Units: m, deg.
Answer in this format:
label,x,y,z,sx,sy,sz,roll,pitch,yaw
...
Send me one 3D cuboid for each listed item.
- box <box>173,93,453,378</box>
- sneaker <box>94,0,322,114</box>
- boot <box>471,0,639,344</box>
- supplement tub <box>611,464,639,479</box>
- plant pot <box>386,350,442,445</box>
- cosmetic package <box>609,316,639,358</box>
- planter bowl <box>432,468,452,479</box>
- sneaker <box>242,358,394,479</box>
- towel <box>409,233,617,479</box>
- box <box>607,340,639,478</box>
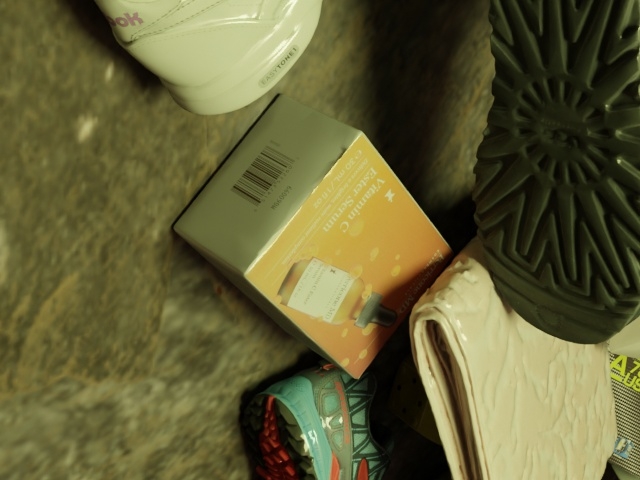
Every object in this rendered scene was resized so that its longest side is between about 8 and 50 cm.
label,x,y,z,sx,sy,sz,roll,pitch,yaw
box,0.000,0.000,0.850,0.130,0.091,0.170,-52,137,-8
sneaker,-0.019,-0.225,0.686,0.305,0.114,0.152,-56,139,-4
boot,0.305,-0.171,0.852,0.445,0.146,0.367,-36,138,-34
supplement tub,0.497,0.243,1.353,0.331,0.241,0.241,25,94,-48
plant pot,0.109,0.142,1.048,0.083,0.081,0.081,4,110,-38
cosmetic package,0.418,-0.023,0.983,0.155,0.365,0.197,13,67,-26
planter bowl,0.136,0.298,1.120,0.109,0.162,0.162,-9,122,-10
sneaker,0.024,0.214,0.987,0.125,0.104,0.262,-32,132,-30
towel,0.180,0.122,0.990,0.332,0.053,0.317,-43,125,-54
box,0.321,0.138,1.198,0.191,0.045,0.184,28,95,-11
